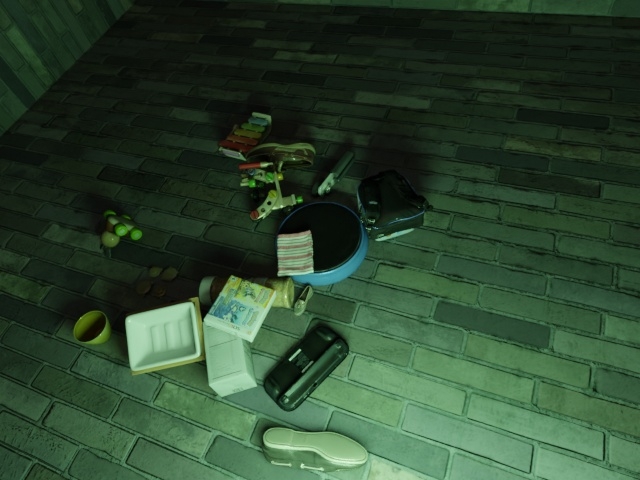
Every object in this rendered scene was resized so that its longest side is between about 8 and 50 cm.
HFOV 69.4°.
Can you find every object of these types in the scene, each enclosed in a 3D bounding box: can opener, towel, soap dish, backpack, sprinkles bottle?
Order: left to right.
[{"bbox_3d":[-0.562,0.352,1.707,0.291,0.118,0.228,-14,76,6],"label":"soap dish"},{"bbox_3d":[-0.285,0.201,1.798,0.356,0.121,0.121,0,56,11],"label":"sprinkles bottle"},{"bbox_3d":[-0.102,0.050,1.828,0.144,0.029,0.196,-9,55,6],"label":"towel"},{"bbox_3d":[0.058,-0.306,2.111,0.093,0.074,0.280,27,64,27],"label":"can opener"},{"bbox_3d":[0.274,-0.145,1.874,0.277,0.213,0.263,-15,62,-6],"label":"backpack"}]

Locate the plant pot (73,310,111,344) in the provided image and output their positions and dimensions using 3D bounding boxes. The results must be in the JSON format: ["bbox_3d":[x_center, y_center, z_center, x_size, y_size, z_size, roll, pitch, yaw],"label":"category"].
[{"bbox_3d":[-0.882,0.358,1.824,0.134,0.095,0.134,-6,55,8],"label":"plant pot"}]

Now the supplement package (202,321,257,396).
[{"bbox_3d":[-0.325,0.404,1.653,0.139,0.133,0.244,-16,54,-1],"label":"supplement package"}]

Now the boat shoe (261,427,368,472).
[{"bbox_3d":[-0.020,0.667,1.449,0.336,0.095,0.112,6,21,11],"label":"boat shoe"}]

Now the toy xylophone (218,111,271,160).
[{"bbox_3d":[-0.391,-0.523,2.345,0.237,0.081,0.322,10,55,18],"label":"toy xylophone"}]

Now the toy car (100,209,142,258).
[{"bbox_3d":[-0.933,-0.015,2.102,0.155,0.149,0.188,39,99,35],"label":"toy car"}]

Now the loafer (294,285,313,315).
[{"bbox_3d":[-0.069,0.229,1.783,0.045,0.039,0.125,19,61,22],"label":"loafer"}]

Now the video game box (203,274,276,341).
[{"bbox_3d":[-0.284,0.239,1.657,0.187,0.048,0.205,18,54,11],"label":"video game box"}]

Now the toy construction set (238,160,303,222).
[{"bbox_3d":[-0.203,-0.231,1.990,0.238,0.308,0.257,-6,62,1],"label":"toy construction set"}]

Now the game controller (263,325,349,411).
[{"bbox_3d":[-0.051,0.443,1.628,0.319,0.067,0.167,-42,43,-18],"label":"game controller"}]

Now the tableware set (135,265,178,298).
[{"bbox_3d":[-0.693,0.173,1.963,0.141,0.020,0.168,14,58,18],"label":"tableware set"}]

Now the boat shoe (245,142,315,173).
[{"bbox_3d":[-0.194,-0.379,2.189,0.343,0.123,0.123,-2,58,7],"label":"boat shoe"}]

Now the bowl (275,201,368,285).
[{"bbox_3d":[0.000,0.000,1.908,0.392,0.077,0.390,-5,55,7],"label":"bowl"}]
